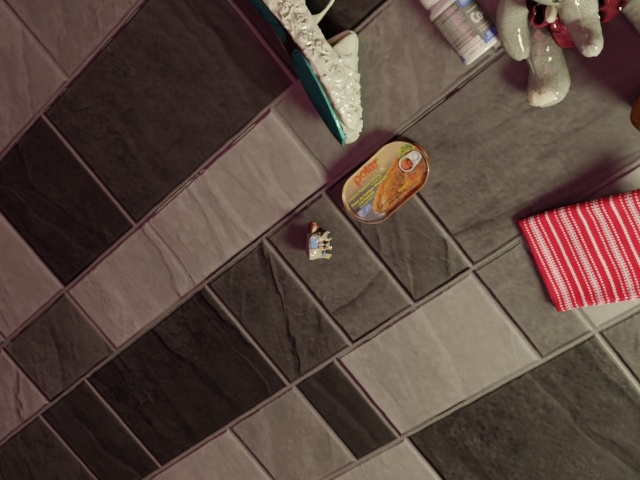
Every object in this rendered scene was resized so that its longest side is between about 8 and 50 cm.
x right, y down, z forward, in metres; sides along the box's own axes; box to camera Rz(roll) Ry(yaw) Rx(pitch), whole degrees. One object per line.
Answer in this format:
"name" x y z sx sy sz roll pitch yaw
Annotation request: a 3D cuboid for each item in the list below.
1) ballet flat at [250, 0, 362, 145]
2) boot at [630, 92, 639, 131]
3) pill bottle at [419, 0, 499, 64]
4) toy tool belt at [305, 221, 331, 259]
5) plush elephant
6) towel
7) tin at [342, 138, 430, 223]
"ballet flat" -0.014 -0.368 1.390 0.147 0.147 0.409 -29 100 27
"boot" 0.607 -0.216 1.172 0.283 0.220 0.109 -8 107 22
"pill bottle" 0.232 -0.370 1.324 0.078 0.078 0.137 -37 96 27
"toy tool belt" 0.000 0.000 1.575 0.051 0.052 0.083 -1 117 -14
"plush elephant" 0.372 -0.373 1.173 0.272 0.255 0.330 -21 102 25
"towel" 0.499 0.021 1.371 0.275 0.031 0.199 -16 105 41
"tin" 0.123 -0.112 1.489 0.106 0.040 0.190 46 118 -7
